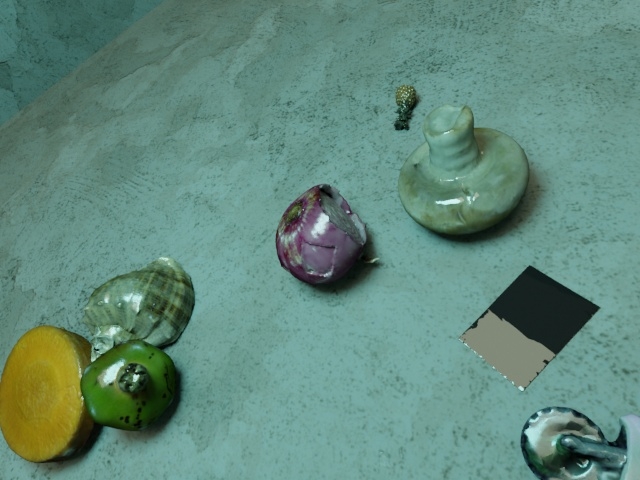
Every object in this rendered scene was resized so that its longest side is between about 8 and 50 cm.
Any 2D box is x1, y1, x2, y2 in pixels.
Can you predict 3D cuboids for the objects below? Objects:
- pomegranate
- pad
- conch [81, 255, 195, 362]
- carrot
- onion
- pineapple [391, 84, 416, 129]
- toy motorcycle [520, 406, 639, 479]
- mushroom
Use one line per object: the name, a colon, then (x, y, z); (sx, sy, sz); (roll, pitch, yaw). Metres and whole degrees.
pomegranate: (-0.372, 0.280, 0.824); (0.180, 0.209, 0.180); (8, 67, -20)
pad: (0.346, 0.140, 0.709); (0.190, 0.004, 0.127); (-44, 51, -6)
conch: (-0.426, 0.145, 0.969); (0.210, 0.159, 0.291); (2, 59, 27)
carrot: (-0.593, 0.339, 0.937); (0.258, 0.100, 0.307); (-50, 60, 6)
onion: (-0.009, -0.006, 0.869); (0.200, 0.200, 0.207); (-27, 64, 7)
pineapple: (0.211, -0.327, 1.059); (0.058, 0.058, 0.124); (1, 73, 26)
toy motorcycle: (0.377, 0.344, 0.474); (0.188, 0.143, 0.327); (-22, 59, 10)
mushroom: (0.257, -0.139, 0.794); (0.243, 0.243, 0.243); (-12, 55, 18)
